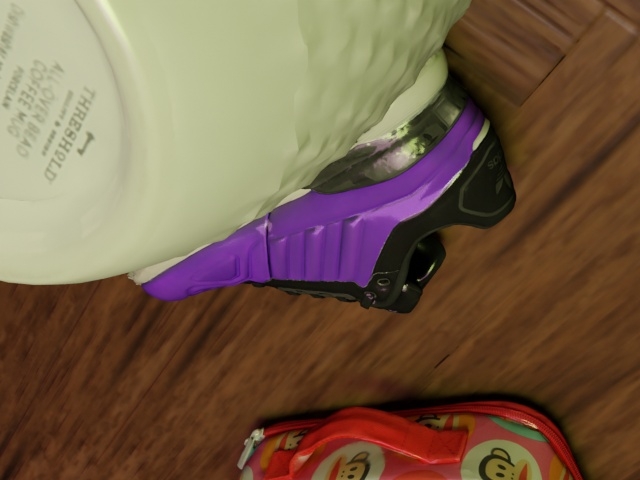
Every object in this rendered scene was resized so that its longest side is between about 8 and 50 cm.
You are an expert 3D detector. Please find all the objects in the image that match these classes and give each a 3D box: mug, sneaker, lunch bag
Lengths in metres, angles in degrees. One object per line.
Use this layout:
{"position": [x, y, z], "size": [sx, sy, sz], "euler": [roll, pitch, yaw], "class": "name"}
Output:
{"position": [-0.098, -0.126, 0.483], "size": [0.276, 0.328, 0.374], "euler": [45, 132, -14], "class": "mug"}
{"position": [0.000, 0.000, 0.698], "size": [0.293, 0.102, 0.146], "euler": [-28, 112, 39], "class": "sneaker"}
{"position": [0.067, 0.231, 0.845], "size": [0.293, 0.120, 0.258], "euler": [-12, 121, 32], "class": "lunch bag"}
